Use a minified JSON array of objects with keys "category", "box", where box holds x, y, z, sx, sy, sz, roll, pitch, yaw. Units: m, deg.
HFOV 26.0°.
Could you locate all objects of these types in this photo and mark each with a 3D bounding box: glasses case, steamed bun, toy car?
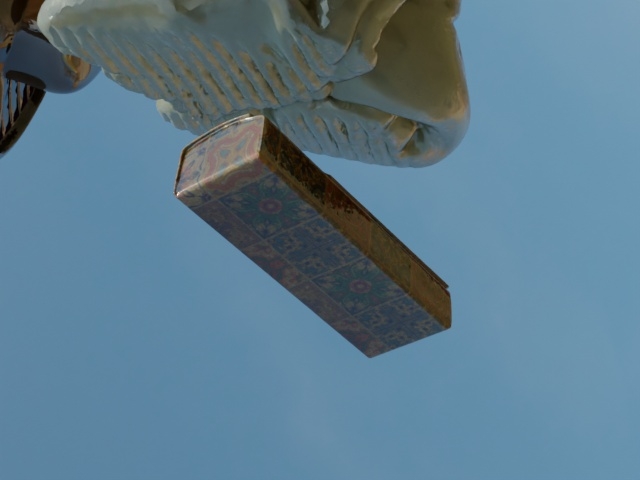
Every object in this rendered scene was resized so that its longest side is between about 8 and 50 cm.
[{"category":"glasses case","box":[0.000,0.000,0.951,0.218,0.075,0.049,42,-143,-36]},{"category":"steamed bun","box":[-0.043,-0.231,1.221,0.342,0.367,0.255,49,-131,-66]},{"category":"toy car","box":[-0.362,-0.232,1.608,0.240,0.341,0.271,22,-140,0]}]
